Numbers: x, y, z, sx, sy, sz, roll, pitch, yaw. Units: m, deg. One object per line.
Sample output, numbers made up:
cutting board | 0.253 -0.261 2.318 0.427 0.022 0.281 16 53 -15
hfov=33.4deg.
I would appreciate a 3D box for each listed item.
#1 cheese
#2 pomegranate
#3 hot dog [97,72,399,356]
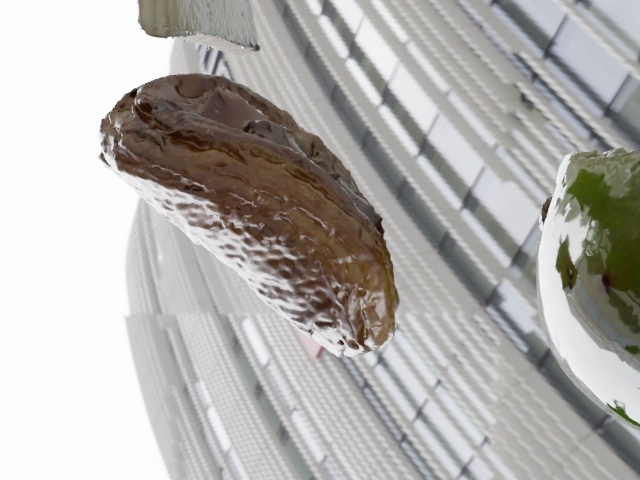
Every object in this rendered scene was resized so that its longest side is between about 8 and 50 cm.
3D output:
cheese | -0.104 -0.213 0.955 0.034 0.085 0.400 -9 -173 7
pomegranate | 0.322 0.064 0.799 0.358 0.216 0.310 26 180 9
hot dog | -0.033 -0.022 0.667 0.227 0.099 0.160 37 -170 -28
